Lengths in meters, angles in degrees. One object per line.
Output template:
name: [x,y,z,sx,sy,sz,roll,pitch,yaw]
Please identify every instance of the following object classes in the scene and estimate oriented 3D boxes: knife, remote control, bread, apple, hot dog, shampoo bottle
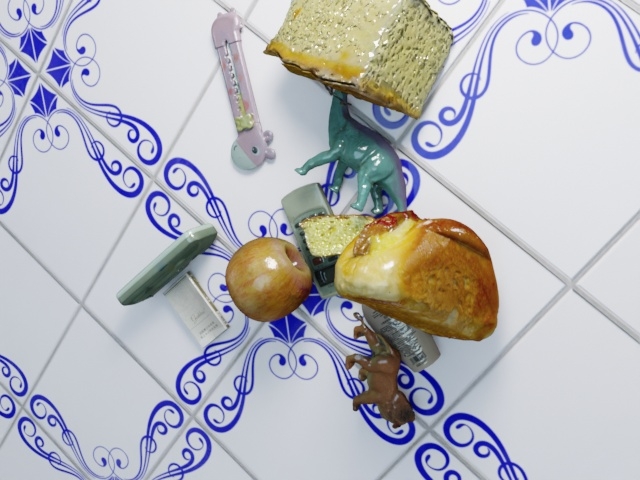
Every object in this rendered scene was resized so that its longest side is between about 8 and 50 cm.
knife: [-0.208,-0.378,1.506,0.132,0.038,0.399,-10,95,21]
remote control: [0.000,0.000,1.488,0.123,0.038,0.285,-22,91,25]
bread: [0.046,-0.012,1.420,0.187,0.065,0.103,-5,93,10]
apple: [-0.127,0.093,1.469,0.188,0.211,0.211,-33,86,17]
hot dog: [0.221,0.065,1.256,0.185,0.405,0.223,3,73,49]
bread: [0.091,-0.417,1.311,0.315,0.279,0.248,35,103,47]
remote control: [-0.418,0.072,1.628,0.335,0.128,0.065,-38,84,24]
shampoo bottle: [0.179,0.189,1.425,0.127,0.078,0.257,-37,87,28]

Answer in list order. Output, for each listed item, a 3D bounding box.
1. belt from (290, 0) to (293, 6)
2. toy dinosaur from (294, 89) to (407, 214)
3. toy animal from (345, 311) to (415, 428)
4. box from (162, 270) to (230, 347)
belt: [-0.004,-0.537,1.380,0.140,0.058,0.105,27,106,17]
toy dinosaur: [0.130,-0.237,1.368,0.383,0.129,0.331,31,101,14]
toy animal: [0.150,0.331,1.434,0.157,0.097,0.312,8,124,25]
box: [-0.349,0.194,1.676,0.109,0.029,0.198,-39,85,24]
